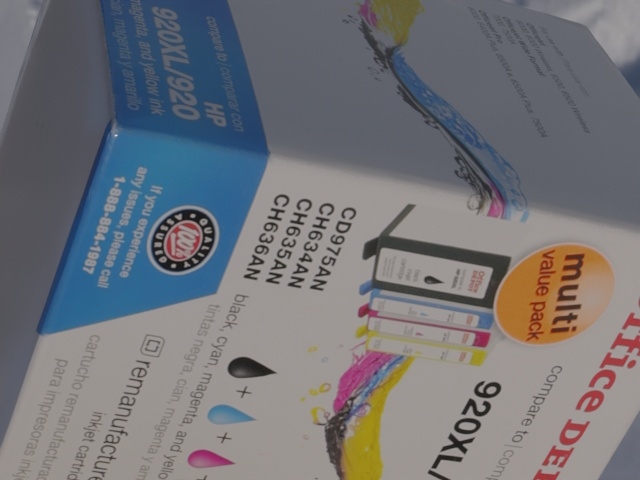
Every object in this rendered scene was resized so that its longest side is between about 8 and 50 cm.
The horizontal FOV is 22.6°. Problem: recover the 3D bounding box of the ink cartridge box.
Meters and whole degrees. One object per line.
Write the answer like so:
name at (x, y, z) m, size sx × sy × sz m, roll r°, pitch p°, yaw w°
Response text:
ink cartridge box at (0.000, 0.000, 0.621) m, size 0.168 × 0.233 × 0.171 m, roll -108°, pitch 35°, yaw -51°
